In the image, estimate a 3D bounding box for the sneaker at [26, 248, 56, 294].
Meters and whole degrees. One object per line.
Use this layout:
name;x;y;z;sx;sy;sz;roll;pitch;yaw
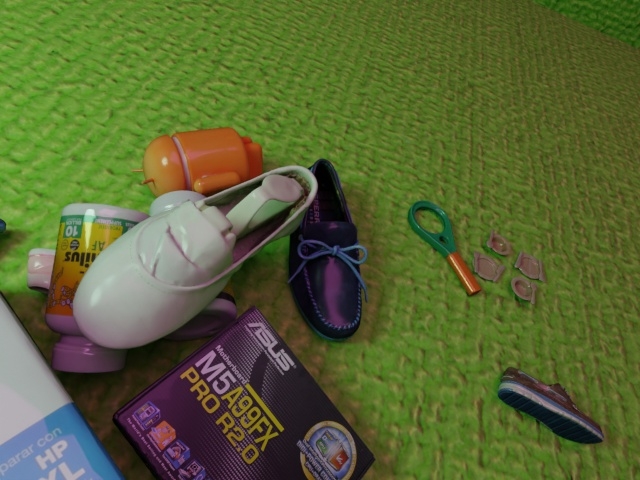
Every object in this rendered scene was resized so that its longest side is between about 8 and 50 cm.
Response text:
sneaker;-0.359;0.052;0.644;0.135;0.051;0.070;4;62;-19

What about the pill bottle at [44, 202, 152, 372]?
pill bottle;-0.294;0.063;0.582;0.118;0.118;0.208;7;81;-15

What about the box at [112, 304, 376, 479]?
box;-0.089;0.254;0.556;0.216;0.060;0.270;-36;86;-34

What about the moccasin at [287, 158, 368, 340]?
moccasin;0.000;0.000;0.763;0.138;0.116;0.341;-2;57;-21

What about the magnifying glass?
magnifying glass;0.260;0.011;0.911;0.092;0.026;0.230;-13;60;-27

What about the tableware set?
tableware set;0.405;0.054;0.932;0.169;0.020;0.141;33;52;4

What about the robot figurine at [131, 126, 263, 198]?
robot figurine;-0.214;-0.132;0.776;0.220;0.128;0.157;-16;73;-29

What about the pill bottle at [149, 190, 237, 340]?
pill bottle;-0.202;0.035;0.666;0.119;0.119;0.208;-4;58;-22

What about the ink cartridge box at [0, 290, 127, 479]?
ink cartridge box;-0.354;0.160;0.418;0.166;0.285;0.395;-34;73;-36

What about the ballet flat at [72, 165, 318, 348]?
ballet flat;-0.131;-0.017;0.576;0.139;0.139;0.400;39;38;9

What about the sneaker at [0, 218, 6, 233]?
sneaker;-0.509;0.031;0.609;0.073;0.063;0.162;43;56;-10

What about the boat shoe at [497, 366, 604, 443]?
boat shoe;0.397;0.277;0.744;0.183;0.066;0.066;31;51;3
